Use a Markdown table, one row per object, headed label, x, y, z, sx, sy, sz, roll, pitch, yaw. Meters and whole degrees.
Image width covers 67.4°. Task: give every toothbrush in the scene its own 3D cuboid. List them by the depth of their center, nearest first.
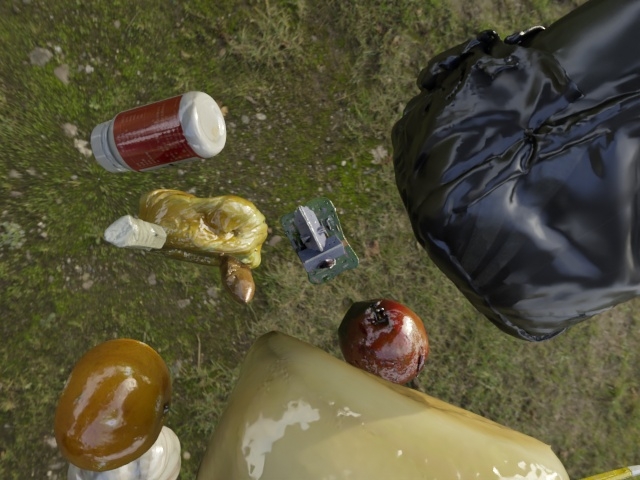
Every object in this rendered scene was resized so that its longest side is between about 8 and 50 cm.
| label | x | y | z | sx | sy | sz | roll | pitch | yaw |
| --- | --- | --- | --- | --- | --- | --- | --- | --- | --- |
| toothbrush | 0.466 | 0.369 | 0.756 | 0.288 | 0.021 | 0.024 | -11 | 103 | -8 |

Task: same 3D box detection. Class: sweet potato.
| label | x | y | z | sx | sy | sz | roll | pitch | yaw |
| --- | --- | --- | --- | --- | --- | --- | --- | --- | --- |
| sweet potato | -0.163 | 0.062 | 0.910 | 0.060 | 0.206 | 0.068 | -32 | 116 | -11 |

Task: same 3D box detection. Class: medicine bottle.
| label | x | y | z | sx | sy | sz | roll | pitch | yaw |
| --- | --- | --- | --- | --- | --- | --- | --- | --- | --- |
| medicine bottle | -0.325 | -0.210 | 0.966 | 0.250 | 0.131 | 0.131 | -9 | 104 | 20 |

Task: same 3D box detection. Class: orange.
| label | x | y | z | sx | sy | sz | roll | pitch | yaw |
| --- | --- | --- | --- | --- | --- | --- | --- | --- | --- |
| orange | -0.248 | 0.200 | 0.590 | 0.124 | 0.156 | 0.156 | 16 | 90 | -13 |

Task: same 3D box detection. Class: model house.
| label | x | y | z | sx | sy | sz | roll | pitch | yaw |
| --- | --- | --- | --- | --- | --- | --- | --- | --- | --- |
| model house | 0.000 | 0.000 | 0.940 | 0.117 | 0.088 | 0.167 | -24 | 91 | -3 |

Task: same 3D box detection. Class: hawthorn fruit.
| label | x | y | z | sx | sy | sz | roll | pitch | yaw |
| --- | --- | --- | --- | --- | --- | --- | --- | --- | --- |
| hawthorn fruit | 0.199 | 0.330 | 1.584 | 0.316 | 0.316 | 0.316 | -3 | 98 | -24 |

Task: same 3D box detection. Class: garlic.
| label | x | y | z | sx | sy | sz | roll | pitch | yaw |
| --- | --- | --- | --- | --- | --- | --- | --- | --- | --- |
| garlic | -0.434 | 0.469 | 1.075 | 0.245 | 0.253 | 0.245 | -14 | 132 | -16 |

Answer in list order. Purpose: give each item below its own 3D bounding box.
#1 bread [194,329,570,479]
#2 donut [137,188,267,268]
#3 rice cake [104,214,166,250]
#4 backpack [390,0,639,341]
| label | x | y | z | sx | sy | sz | roll | pitch | yaw |
| --- | --- | --- | --- | --- | --- | --- | --- | --- | --- |
| bread | 0.060 | 0.277 | 0.522 | 0.376 | 0.348 | 0.253 | 21 | 74 | 0 |
| donut | -0.304 | -0.024 | 1.259 | 0.360 | 0.360 | 0.170 | 14 | 77 | -26 |
| rice cake | -0.349 | -0.011 | 0.929 | 0.052 | 0.256 | 0.057 | 37 | 84 | -4 |
| backpack | 0.314 | -0.108 | 0.509 | 0.446 | 0.254 | 0.363 | -31 | 121 | 27 |
